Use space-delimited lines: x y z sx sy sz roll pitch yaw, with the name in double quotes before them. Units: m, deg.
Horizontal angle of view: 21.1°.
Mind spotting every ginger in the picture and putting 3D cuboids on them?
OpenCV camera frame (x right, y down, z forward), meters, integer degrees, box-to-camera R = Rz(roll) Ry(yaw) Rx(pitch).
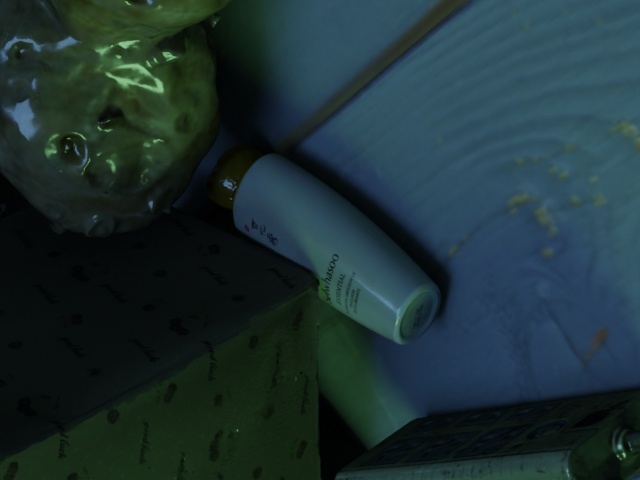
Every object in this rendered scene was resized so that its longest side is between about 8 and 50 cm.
"ginger" -0.138 -0.168 1.079 0.375 0.176 0.256 -58 45 47

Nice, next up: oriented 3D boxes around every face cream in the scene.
"face cream" 0.000 0.000 1.107 0.182 0.051 0.072 38 137 32

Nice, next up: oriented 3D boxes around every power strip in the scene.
"power strip" 0.114 0.126 1.008 0.268 0.092 0.034 -16 101 53

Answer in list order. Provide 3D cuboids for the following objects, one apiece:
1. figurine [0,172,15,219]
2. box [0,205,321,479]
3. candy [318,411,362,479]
"figurine" -0.301 -0.024 1.388 0.158 0.161 0.275 8 120 22
"box" -0.173 0.119 1.091 0.225 0.297 0.190 24 127 38
"candy" 0.064 0.258 1.173 0.312 0.061 0.088 49 140 18
